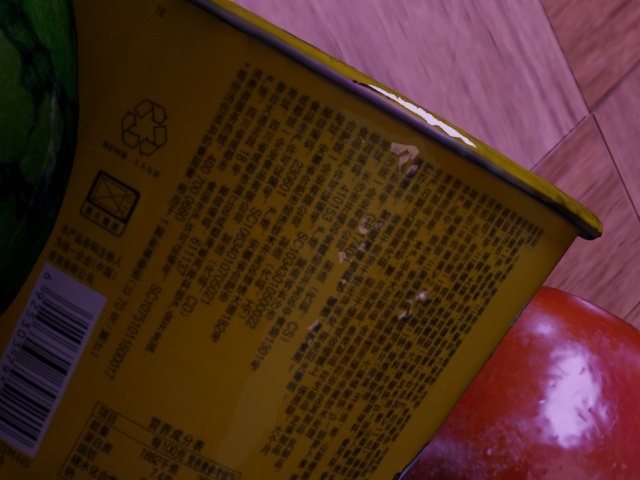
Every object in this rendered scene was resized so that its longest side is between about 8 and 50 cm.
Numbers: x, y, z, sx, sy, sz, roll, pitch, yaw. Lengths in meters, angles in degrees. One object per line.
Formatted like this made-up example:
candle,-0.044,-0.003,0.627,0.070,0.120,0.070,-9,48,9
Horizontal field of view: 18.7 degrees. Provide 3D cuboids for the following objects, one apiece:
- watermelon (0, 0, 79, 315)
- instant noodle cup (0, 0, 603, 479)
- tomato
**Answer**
watermelon,-0.266,-0.082,0.755,0.363,0.363,0.363,-10,107,-36
instant noodle cup,-0.055,0.024,0.982,0.325,0.325,0.254,27,92,-39
tomato,0.142,0.140,1.228,0.232,0.188,0.232,-12,109,-39
